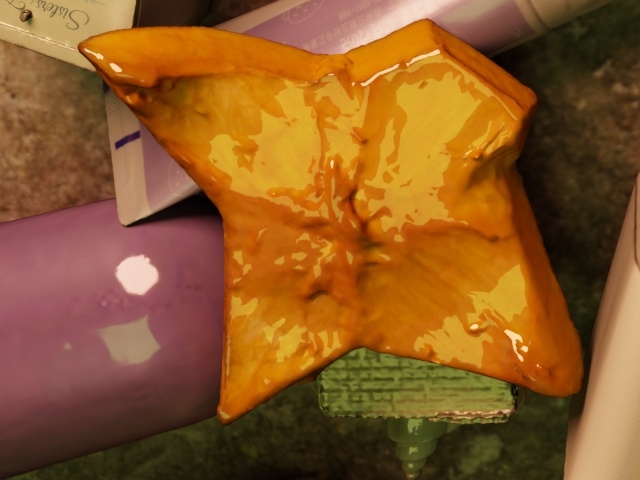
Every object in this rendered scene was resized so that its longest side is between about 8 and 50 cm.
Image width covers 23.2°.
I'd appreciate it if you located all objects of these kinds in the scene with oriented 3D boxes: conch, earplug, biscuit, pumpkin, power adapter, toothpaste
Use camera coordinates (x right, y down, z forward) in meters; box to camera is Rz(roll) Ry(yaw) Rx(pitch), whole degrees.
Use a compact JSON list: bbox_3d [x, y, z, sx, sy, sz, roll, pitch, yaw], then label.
[{"bbox_3d":[0.082,0.106,1.135,0.088,0.065,0.180,12,113,16],"label":"conch"},{"bbox_3d":[-0.241,0.082,1.170,0.456,0.215,0.215,-15,109,23],"label":"earplug"},{"bbox_3d":[0.058,0.002,1.068,0.147,0.046,0.250,-5,97,20],"label":"biscuit"},{"bbox_3d":[0.016,-0.020,0.969,0.258,0.095,0.290,-10,114,8],"label":"pumpkin"},{"bbox_3d":[0.230,0.101,1.002,0.124,0.187,0.255,14,120,5],"label":"power adapter"},{"bbox_3d":[0.013,-0.127,1.013,0.371,0.080,0.125,-20,65,19],"label":"toothpaste"}]

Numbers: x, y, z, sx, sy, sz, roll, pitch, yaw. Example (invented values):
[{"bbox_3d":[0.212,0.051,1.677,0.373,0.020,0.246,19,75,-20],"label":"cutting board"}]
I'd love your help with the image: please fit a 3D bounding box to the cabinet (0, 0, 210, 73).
[{"bbox_3d":[-0.146,-0.238,0.997,0.145,0.150,0.206,20,120,11],"label":"cabinet"}]
